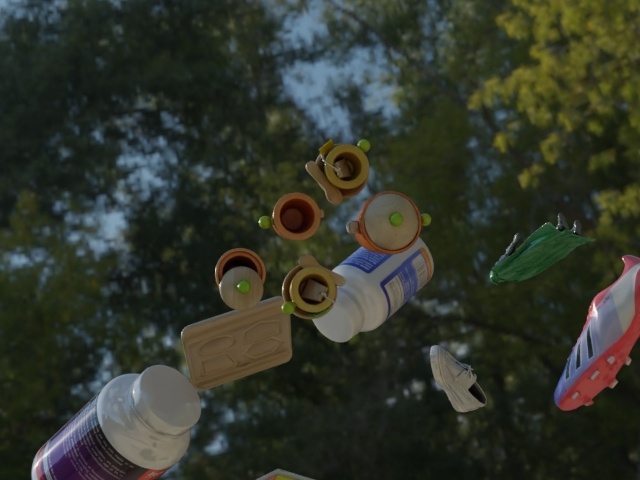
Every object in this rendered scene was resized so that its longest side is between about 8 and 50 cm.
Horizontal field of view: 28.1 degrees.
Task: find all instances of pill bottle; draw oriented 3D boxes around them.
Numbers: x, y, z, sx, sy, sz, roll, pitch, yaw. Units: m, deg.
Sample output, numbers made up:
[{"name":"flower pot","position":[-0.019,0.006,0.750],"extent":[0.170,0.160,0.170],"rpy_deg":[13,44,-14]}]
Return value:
[{"name":"pill bottle","position":[0.102,0.095,2.661],"extent":[0.272,0.152,0.152],"rpy_deg":[-38,-12,-39]},{"name":"pill bottle","position":[-0.349,0.353,2.214],"extent":[0.182,0.181,0.323],"rpy_deg":[15,-46,-41]}]

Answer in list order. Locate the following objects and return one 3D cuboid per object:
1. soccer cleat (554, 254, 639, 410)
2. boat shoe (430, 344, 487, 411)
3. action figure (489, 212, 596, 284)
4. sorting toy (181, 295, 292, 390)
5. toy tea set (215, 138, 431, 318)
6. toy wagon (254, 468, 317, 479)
[{"name":"soccer cleat","position":[0.411,0.136,1.855],"extent":[0.248,0.095,0.083],"rpy_deg":[-54,-39,8]},{"name":"boat shoe","position":[0.250,0.249,2.299],"extent":[0.063,0.066,0.184],"rpy_deg":[-12,-50,22]},{"name":"action figure","position":[0.425,0.027,2.591],"extent":[0.137,0.063,0.232],"rpy_deg":[22,-43,-32]},{"name":"sorting toy","position":[-0.145,0.177,2.247],"extent":[0.193,0.038,0.208],"rpy_deg":[-18,-32,-10]},{"name":"toy tea set","position":[0.000,0.000,1.899],"extent":[0.336,0.200,0.124],"rpy_deg":[-44,4,-14]},{"name":"toy wagon","position":[-0.063,0.514,1.861],"extent":[0.267,0.344,0.068],"rpy_deg":[14,-24,14]}]
